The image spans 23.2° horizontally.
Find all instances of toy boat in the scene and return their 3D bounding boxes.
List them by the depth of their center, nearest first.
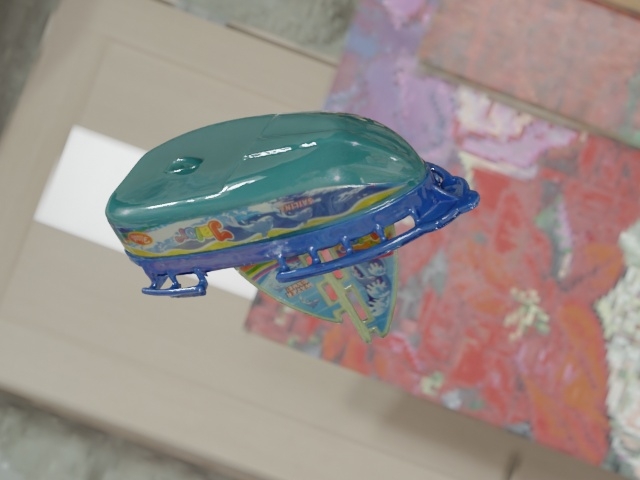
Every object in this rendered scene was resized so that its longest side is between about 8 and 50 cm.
[{"bbox_3d":[0.000,0.000,0.673,0.175,0.110,0.091,-8,36,38],"label":"toy boat"}]
